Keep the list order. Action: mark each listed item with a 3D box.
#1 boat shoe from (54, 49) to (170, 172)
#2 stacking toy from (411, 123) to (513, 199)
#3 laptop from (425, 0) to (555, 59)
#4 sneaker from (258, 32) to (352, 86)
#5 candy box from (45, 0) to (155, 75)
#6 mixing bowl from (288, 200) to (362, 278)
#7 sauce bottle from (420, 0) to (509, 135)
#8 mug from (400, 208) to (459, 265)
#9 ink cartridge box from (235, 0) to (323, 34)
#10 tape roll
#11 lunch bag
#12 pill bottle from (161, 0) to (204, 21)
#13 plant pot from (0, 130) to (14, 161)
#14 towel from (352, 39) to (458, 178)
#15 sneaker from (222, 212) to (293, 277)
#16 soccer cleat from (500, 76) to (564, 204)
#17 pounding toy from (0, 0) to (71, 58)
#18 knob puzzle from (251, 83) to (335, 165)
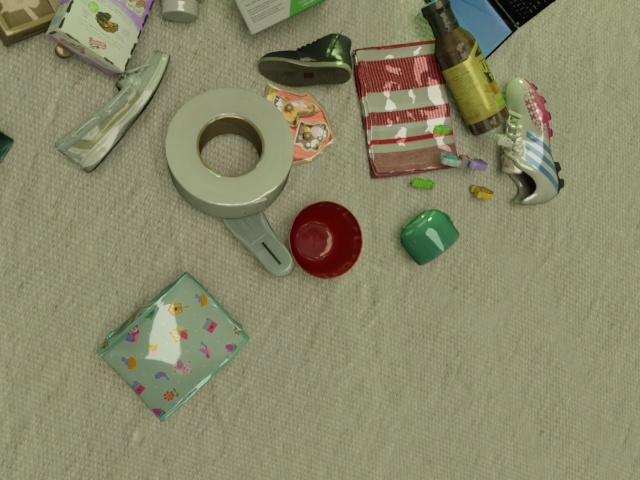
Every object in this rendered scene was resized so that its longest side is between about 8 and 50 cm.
[{"bbox_3d":[-0.450,-0.300,1.574,0.103,0.118,0.320,38,88,-16],"label":"boat shoe"},{"bbox_3d":[0.353,-0.192,1.760,0.221,0.052,0.166,6,120,-19],"label":"stacking toy"},{"bbox_3d":[0.443,-0.624,1.787,0.234,0.264,0.136,47,43,-10],"label":"laptop"},{"bbox_3d":[-0.034,-0.437,1.707,0.222,0.083,0.118,5,58,1],"label":"sneaker"},{"bbox_3d":[-0.472,-0.484,1.538,0.165,0.070,0.196,32,70,-41],"label":"candy box"},{"bbox_3d":[0.000,0.000,1.691,0.182,0.098,0.181,1,88,-17],"label":"mixing bowl"},{"bbox_3d":[0.353,-0.433,1.762,0.111,0.111,0.344,-32,105,-12],"label":"sauce bottle"},{"bbox_3d":[0.262,-0.019,1.756,0.129,0.157,0.097,-38,97,13],"label":"mug"},{"bbox_3d":[-0.115,-0.641,1.586,0.211,0.121,0.289,-20,108,18],"label":"ink cartridge box"},{"bbox_3d":[-0.203,-0.195,1.605,0.287,0.100,0.285,2,75,-8],"label":"tape roll"},{"bbox_3d":[-0.321,0.225,1.583,0.262,0.160,0.223,-42,99,-5],"label":"lunch bag"},{"bbox_3d":[-0.314,-0.611,1.605,0.117,0.117,0.214,2,90,-14],"label":"pill bottle"},{"bbox_3d":[-0.801,-0.212,1.464,0.234,0.165,0.165,30,83,-5],"label":"plant pot"},{"bbox_3d":[0.215,-0.329,1.782,0.237,0.037,0.328,-10,92,-15],"label":"towel"},{"bbox_3d":[-0.154,-0.013,1.664,0.094,0.091,0.258,-32,77,-7],"label":"sneaker"},{"bbox_3d":[0.516,-0.247,1.815,0.143,0.116,0.331,-19,95,-15],"label":"soccer cleat"},{"bbox_3d":[-0.610,-0.484,1.546,0.181,0.094,0.206,-32,103,-24],"label":"pounding toy"},{"bbox_3d":[-0.054,-0.271,1.716,0.213,0.030,0.213,0,89,-15],"label":"knob puzzle"}]
